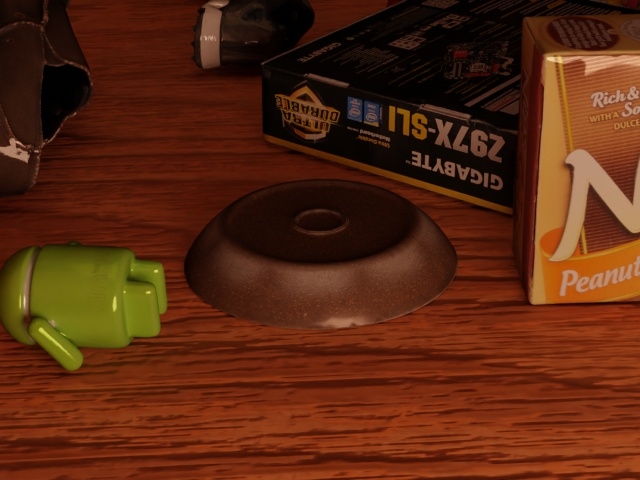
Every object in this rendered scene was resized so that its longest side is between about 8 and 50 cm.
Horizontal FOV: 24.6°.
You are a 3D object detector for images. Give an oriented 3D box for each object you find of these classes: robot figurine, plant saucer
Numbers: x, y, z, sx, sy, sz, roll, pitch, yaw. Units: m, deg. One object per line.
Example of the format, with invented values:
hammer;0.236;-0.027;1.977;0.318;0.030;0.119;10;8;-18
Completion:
robot figurine;-0.159;0.036;0.954;0.115;0.067;0.101;1;35;5
plant saucer;0.000;0.000;1.055;0.198;0.036;0.199;-1;28;0

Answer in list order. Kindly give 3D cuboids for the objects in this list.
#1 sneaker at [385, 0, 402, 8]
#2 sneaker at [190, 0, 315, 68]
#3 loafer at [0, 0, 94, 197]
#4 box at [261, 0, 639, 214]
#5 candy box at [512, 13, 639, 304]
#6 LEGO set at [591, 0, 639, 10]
sneaker;0.079;-0.262;1.440;0.221;0.128;0.087;17;14;-37
sneaker;-0.054;-0.233;1.476;0.106;0.078;0.234;6;31;7
loafer;-0.262;-0.137;1.265;0.130;0.134;0.366;20;36;-9
box;0.143;-0.141;1.282;0.257;0.079;0.322;20;34;32
candy box;0.295;-0.058;0.995;0.316;0.183;0.087;-1;26;-1
LEGO set;0.344;-0.286;1.524;0.132;0.107;0.287;14;31;26
